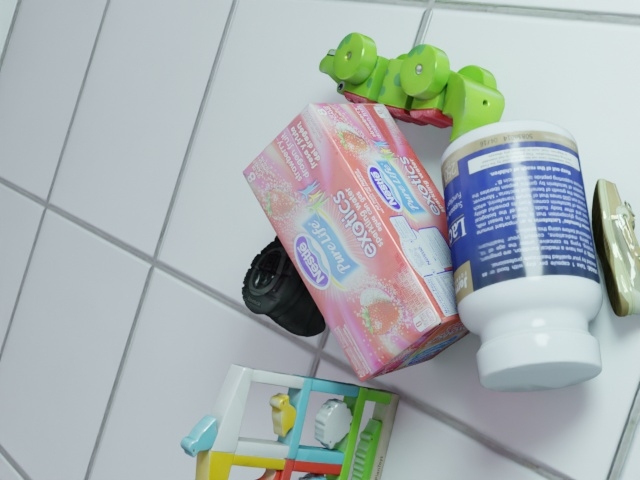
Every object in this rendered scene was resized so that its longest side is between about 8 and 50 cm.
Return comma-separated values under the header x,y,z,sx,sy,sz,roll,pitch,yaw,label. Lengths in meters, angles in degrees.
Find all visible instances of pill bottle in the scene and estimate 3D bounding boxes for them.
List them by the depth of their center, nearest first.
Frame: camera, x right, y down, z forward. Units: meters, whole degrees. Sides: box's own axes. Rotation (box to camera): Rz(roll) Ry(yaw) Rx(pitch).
x,y,z,sx,sy,sz,roll,pitch,yaw,label
0.215,0.019,1.113,0.153,0.153,0.265,-27,58,43,pill bottle

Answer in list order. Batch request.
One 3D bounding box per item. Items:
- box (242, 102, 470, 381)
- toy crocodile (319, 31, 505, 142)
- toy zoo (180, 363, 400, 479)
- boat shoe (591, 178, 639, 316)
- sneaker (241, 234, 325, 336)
x,y,z,sx,sy,sz,roll,pitch,yaw,label
0.061,-0.004,1.238,0.142,0.154,0.300,-42,70,34,box
0.110,-0.194,1.342,0.340,0.115,0.105,24,97,51,toy crocodile
-0.039,0.253,1.232,0.030,0.293,0.192,10,87,51,toy zoo
0.316,0.005,1.087,0.056,0.048,0.153,81,-176,-61,boat shoe
0.000,0.000,1.421,0.109,0.130,0.286,2,57,48,sneaker
